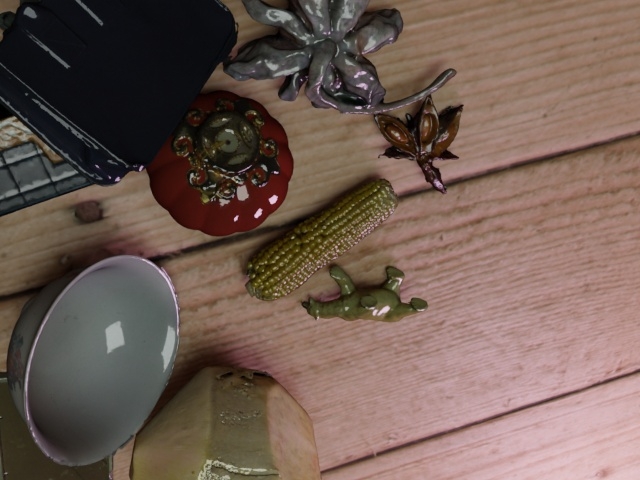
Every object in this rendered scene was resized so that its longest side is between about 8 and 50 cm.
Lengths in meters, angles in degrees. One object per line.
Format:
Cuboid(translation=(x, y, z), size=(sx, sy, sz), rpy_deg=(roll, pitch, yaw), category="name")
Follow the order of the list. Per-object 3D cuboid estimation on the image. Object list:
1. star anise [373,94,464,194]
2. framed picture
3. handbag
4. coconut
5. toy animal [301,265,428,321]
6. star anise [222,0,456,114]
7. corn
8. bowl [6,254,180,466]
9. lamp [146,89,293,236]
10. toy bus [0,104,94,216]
Cuboid(translation=(0.188, -0.182, 1.293), size=(0.212, 0.053, 0.157), rpy_deg=(28, 106, -26), category="star anise")
Cuboid(translation=(-0.496, 0.363, 1.381), size=(0.211, 0.020, 0.289), rpy_deg=(-2, 116, -16), category="framed picture")
Cuboid(translation=(-0.285, -0.264, 0.979), size=(0.118, 0.325, 0.269), rpy_deg=(-16, 129, 44), category="handbag")
Cuboid(translation=(-0.172, 0.395, 1.334), size=(0.353, 0.352, 0.352), rpy_deg=(-7, 118, -14), category="coconut")
Cuboid(translation=(0.082, 0.117, 1.404), size=(0.219, 0.103, 0.101), rpy_deg=(2, 140, -23), category="toy animal")
Cuboid(translation=(0.026, -0.309, 1.128), size=(0.360, 0.139, 0.315), rpy_deg=(-23, 127, -5), category="star anise")
Cuboid(translation=(0.000, 0.000, 1.310), size=(0.320, 0.097, 0.097), rpy_deg=(-35, 121, 0), category="corn")
Cuboid(translation=(-0.396, 0.175, 1.205), size=(0.157, 0.345, 0.345), rpy_deg=(12, 121, 25), category="bowl")
Cuboid(translation=(-0.154, -0.116, 1.136), size=(0.227, 0.227, 0.226), rpy_deg=(-7, 118, -14), category="lamp")
Cuboid(translation=(-0.448, -0.132, 1.073), size=(0.275, 0.138, 0.167), rpy_deg=(-20, 122, -9), category="toy bus")
